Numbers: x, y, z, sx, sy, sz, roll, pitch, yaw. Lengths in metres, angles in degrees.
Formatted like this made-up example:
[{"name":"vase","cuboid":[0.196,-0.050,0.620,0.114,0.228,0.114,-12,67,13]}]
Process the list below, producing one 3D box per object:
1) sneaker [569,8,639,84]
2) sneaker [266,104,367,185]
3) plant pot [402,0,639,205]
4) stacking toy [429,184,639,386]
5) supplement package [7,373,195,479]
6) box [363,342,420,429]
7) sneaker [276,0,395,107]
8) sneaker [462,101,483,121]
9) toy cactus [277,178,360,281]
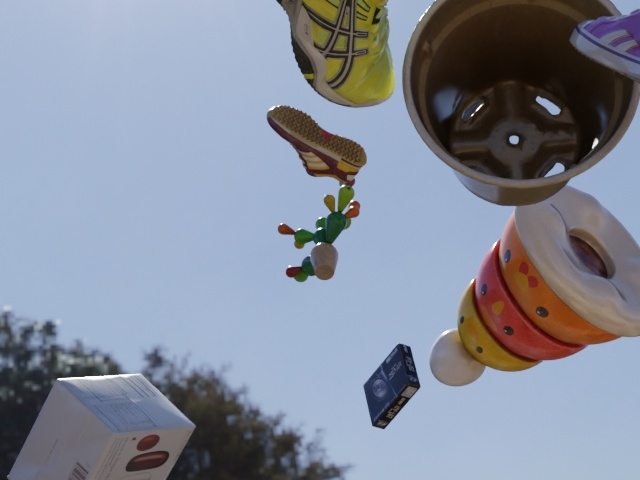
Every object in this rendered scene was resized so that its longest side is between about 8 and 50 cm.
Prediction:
[{"name":"sneaker","cuboid":[0.435,-0.272,1.613,0.102,0.282,0.161,18,-77,-30]},{"name":"sneaker","cuboid":[-0.019,-0.149,2.095,0.185,0.070,0.084,29,-49,-14]},{"name":"plant pot","cuboid":[0.297,-0.194,1.924,0.333,0.334,0.305,-11,-16,4]},{"name":"stacking toy","cuboid":[0.388,0.148,2.490,0.350,0.351,0.480,14,-46,-37]},{"name":"supplement package","cuboid":[-0.348,0.336,2.038,0.203,0.149,0.194,5,-62,-57]},{"name":"box","cuboid":[0.085,0.175,1.525,0.018,0.067,0.083,19,-53,-26]},{"name":"sneaker","cuboid":[0.037,-0.309,1.694,0.147,0.145,0.385,0,-31,25]},{"name":"sneaker","cuboid":[0.303,-0.300,2.250,0.111,0.300,0.121,-9,18,-37]},{"name":"toy cactus","cuboid":[0.000,0.000,2.245,0.112,0.180,0.219,32,-64,-19]}]
